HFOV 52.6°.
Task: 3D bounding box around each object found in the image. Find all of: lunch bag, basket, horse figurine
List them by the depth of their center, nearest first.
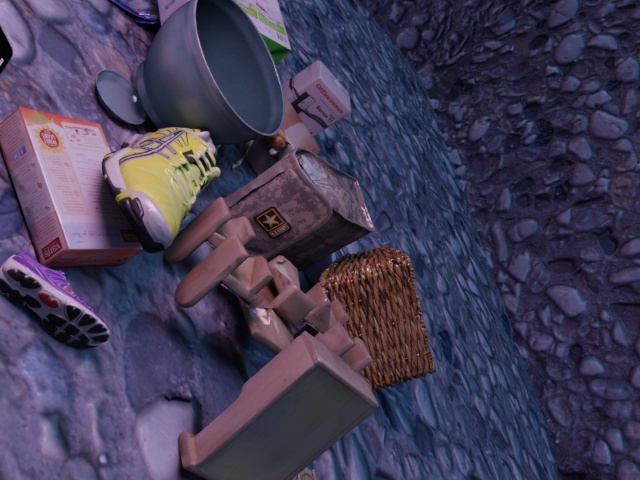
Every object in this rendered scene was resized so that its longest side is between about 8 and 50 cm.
[{"bbox_3d":[-0.061,-0.060,1.362,0.287,0.235,0.168,23,43,-53],"label":"lunch bag"},{"bbox_3d":[-0.390,-0.555,1.437,0.151,0.096,0.128,26,40,-37],"label":"lunch bag"},{"bbox_3d":[-0.201,-0.275,1.439,0.174,0.066,0.263,-43,95,-25],"label":"horse figurine"},{"bbox_3d":[0.102,0.179,1.492,0.213,0.223,0.298,-149,-137,-74],"label":"basket"}]

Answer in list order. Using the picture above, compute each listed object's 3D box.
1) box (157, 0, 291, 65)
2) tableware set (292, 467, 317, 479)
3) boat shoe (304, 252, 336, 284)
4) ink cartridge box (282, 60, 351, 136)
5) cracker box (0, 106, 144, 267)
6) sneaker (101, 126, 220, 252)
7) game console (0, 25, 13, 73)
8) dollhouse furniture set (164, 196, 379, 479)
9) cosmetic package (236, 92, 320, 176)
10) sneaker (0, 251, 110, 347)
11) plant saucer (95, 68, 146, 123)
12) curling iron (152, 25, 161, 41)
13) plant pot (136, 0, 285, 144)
[{"bbox_3d":[-0.215,-0.514,1.423,0.262,0.127,0.231,16,48,-43],"label":"box"},{"bbox_3d":[-0.039,0.453,1.113,0.169,0.020,0.141,35,35,-45],"label":"tableware set"},{"bbox_3d":[0.000,0.000,1.587,0.084,0.095,0.258,22,45,-48],"label":"boat shoe"},{"bbox_3d":[-0.041,-0.367,1.766,0.153,0.209,0.086,40,32,-38],"label":"ink cartridge box"},{"bbox_3d":[-0.375,-0.076,0.982,0.156,0.067,0.232,2,61,-63],"label":"cracker box"},{"bbox_3d":[-0.244,-0.111,1.039,0.384,0.147,0.145,-111,180,-61],"label":"sneaker"},{"bbox_3d":[-0.536,-0.297,0.979,0.122,0.071,0.107,-91,173,-45],"label":"game console"},{"bbox_3d":[-0.107,0.195,1.111,0.362,0.256,0.394,44,8,-34],"label":"dollhouse furniture set"},{"bbox_3d":[-0.145,-0.297,1.588,0.296,0.129,0.153,55,27,-11],"label":"cosmetic package"},{"bbox_3d":[-0.348,0.076,0.875,0.170,0.068,0.071,49,21,-22],"label":"sneaker"},{"bbox_3d":[-0.382,-0.268,1.230,0.119,0.021,0.119,45,28,-32],"label":"plant saucer"},{"bbox_3d":[-0.342,-0.546,1.534,0.035,0.068,0.273,40,44,-34],"label":"curling iron"},{"bbox_3d":[-0.229,-0.309,1.264,0.293,0.197,0.292,47,33,-44],"label":"plant pot"}]
